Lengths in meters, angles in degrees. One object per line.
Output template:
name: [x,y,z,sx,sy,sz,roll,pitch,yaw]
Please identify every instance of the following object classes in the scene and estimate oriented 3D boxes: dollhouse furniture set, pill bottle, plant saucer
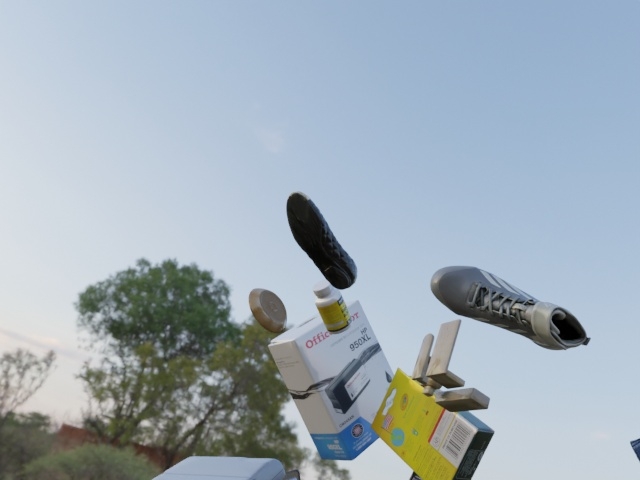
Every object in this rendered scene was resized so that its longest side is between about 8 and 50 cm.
dollhouse furniture set: [0.284,0.269,1.264,0.151,0.123,0.144,35,-32,-17]
pill bottle: [0.025,0.150,1.360,0.065,0.065,0.116,-7,-64,41]
plant saucer: [-0.080,0.109,0.961,0.015,0.083,0.083,-36,-52,26]

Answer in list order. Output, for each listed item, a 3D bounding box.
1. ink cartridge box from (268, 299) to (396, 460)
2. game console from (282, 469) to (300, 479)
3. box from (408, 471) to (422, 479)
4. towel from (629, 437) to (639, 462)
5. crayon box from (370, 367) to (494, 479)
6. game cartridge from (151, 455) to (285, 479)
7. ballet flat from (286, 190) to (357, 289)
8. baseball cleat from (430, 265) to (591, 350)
ink cartridge box: [0.060,0.422,1.836,0.166,0.285,0.395,-24,-88,52]
game console: [-0.099,0.537,1.234,0.107,0.122,0.071,24,-55,-31]
box: [0.339,0.791,1.753,0.220,0.175,0.051,12,-30,41]
towel: [0.805,0.486,1.421,0.067,0.119,0.029,61,4,-4]
crayon box: [0.287,0.503,1.591,0.081,0.202,0.318,20,8,-37]
game cartridge: [-0.204,0.370,0.759,0.198,0.062,0.297,-9,10,35]
ballet flat: [0.000,0.000,0.916,0.057,0.049,0.173,-24,-76,27]
baseball cleat: [0.247,0.082,0.770,0.205,0.072,0.109,21,-9,0]
